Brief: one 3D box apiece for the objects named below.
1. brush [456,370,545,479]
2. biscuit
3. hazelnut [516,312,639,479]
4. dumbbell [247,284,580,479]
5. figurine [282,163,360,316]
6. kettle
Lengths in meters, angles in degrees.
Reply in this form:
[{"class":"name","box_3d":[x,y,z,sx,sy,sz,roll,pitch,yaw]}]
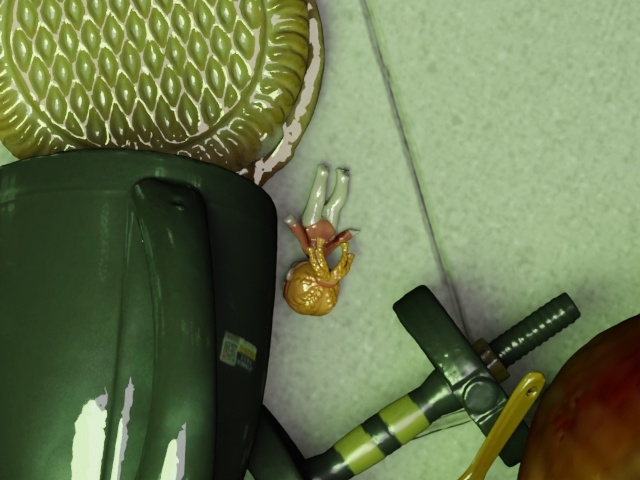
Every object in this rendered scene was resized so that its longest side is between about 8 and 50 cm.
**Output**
[{"class":"brush","box_3d":[0.106,0.154,1.332,0.043,0.014,0.170,9,121,-38]},{"class":"biscuit","box_3d":[-0.121,-0.137,1.390,0.259,0.079,0.259,0,93,-4]},{"class":"hazelnut","box_3d":[0.299,0.229,1.286,0.353,0.421,0.421,-44,96,-3]},{"class":"dumbbell","box_3d":[0.043,0.135,1.393,0.325,0.143,0.143,-35,96,0]},{"class":"figurine","box_3d":[0.000,0.000,1.429,0.064,0.047,0.109,12,88,-28]},{"class":"kettle","box_3d":[-0.125,0.098,1.270,0.207,0.268,0.290,9,69,-19]}]
